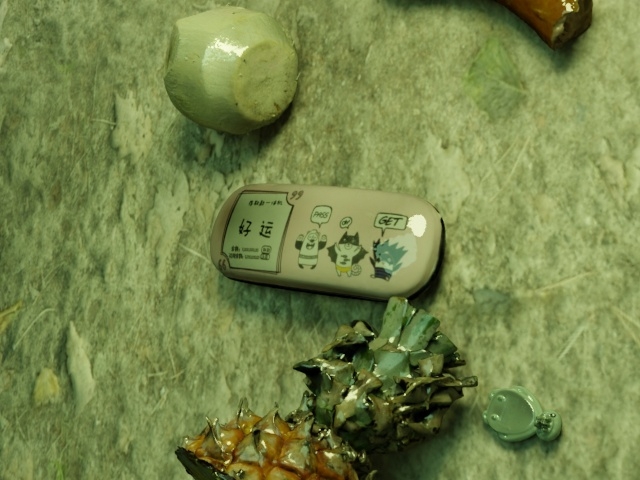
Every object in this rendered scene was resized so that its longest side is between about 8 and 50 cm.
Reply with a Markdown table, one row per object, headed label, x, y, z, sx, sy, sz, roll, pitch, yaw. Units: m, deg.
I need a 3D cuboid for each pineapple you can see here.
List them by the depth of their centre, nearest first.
| label | x | y | z | sx | sy | sz | roll | pitch | yaw |
| --- | --- | --- | --- | --- | --- | --- | --- | --- | --- |
| pineapple | 0.032 | 0.187 | 1.008 | 0.262 | 0.262 | 0.272 | 27 | 66 | 39 |

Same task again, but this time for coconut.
| label | x | y | z | sx | sy | sz | roll | pitch | yaw |
| --- | --- | --- | --- | --- | --- | --- | --- | --- | --- |
| coconut | -0.115 | -0.217 | 1.279 | 0.162 | 0.161 | 0.161 | 29 | 91 | 41 |

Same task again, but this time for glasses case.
| label | x | y | z | sx | sy | sz | roll | pitch | yaw |
| --- | --- | --- | --- | --- | --- | --- | --- | --- | --- |
| glasses case | 0.000 | 0.000 | 1.160 | 0.314 | 0.075 | 0.122 | 7 | 74 | 37 |

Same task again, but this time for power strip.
| label | x | y | z | sx | sy | sz | roll | pitch | yaw |
| --- | --- | --- | --- | --- | --- | --- | --- | --- | --- |
| power strip | 0.192 | 0.169 | 0.984 | 0.083 | 0.035 | 0.055 | 14 | 81 | 41 |

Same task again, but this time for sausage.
| label | x | y | z | sx | sy | sz | roll | pitch | yaw |
| --- | --- | --- | --- | --- | --- | --- | --- | --- | --- |
| sausage | 0.183 | -0.298 | 1.143 | 0.302 | 0.076 | 0.103 | 34 | 93 | 39 |
